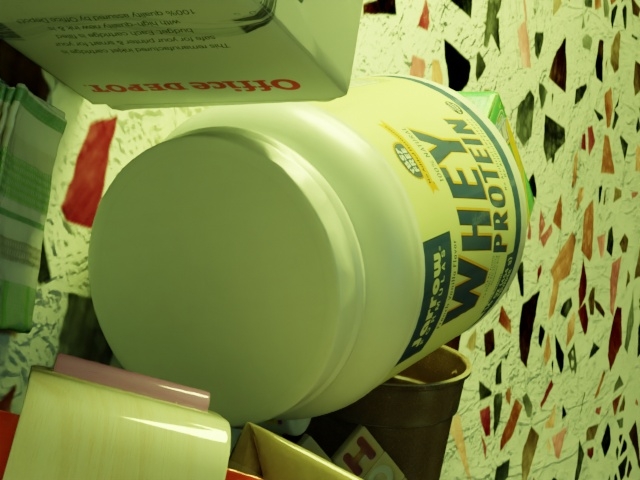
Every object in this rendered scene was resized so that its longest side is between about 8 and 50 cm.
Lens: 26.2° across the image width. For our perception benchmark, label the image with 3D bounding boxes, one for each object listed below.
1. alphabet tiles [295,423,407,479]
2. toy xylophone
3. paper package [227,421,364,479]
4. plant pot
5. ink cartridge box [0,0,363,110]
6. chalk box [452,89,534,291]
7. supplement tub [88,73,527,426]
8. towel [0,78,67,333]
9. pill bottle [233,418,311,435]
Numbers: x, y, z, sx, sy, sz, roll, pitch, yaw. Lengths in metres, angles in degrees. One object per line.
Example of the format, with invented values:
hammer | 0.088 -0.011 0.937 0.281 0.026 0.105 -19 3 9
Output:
alphabet tiles | -0.013 0.274 1.133 0.237 0.009 0.198 -48 128 -16
toy xylophone | -0.161 0.205 0.728 0.081 0.236 0.323 138 -25 -69
paper package | 0.065 0.284 0.925 0.168 0.309 0.325 -62 164 -11
plant pot | 0.045 0.182 1.249 0.167 0.167 0.165 -15 114 -61
ink cartridge box | -0.123 -0.191 0.824 0.289 0.211 0.122 38 58 -59
chalk box | 0.118 -0.065 1.376 0.213 0.132 0.132 63 40 -44
supplement tub | 0.000 0.000 1.047 0.325 0.235 0.236 -22 112 -60
towel | -0.191 -0.018 0.874 0.113 0.023 0.152 38 58 -79
pill bottle | -0.051 0.135 1.125 0.043 0.083 0.043 -11 102 -62
